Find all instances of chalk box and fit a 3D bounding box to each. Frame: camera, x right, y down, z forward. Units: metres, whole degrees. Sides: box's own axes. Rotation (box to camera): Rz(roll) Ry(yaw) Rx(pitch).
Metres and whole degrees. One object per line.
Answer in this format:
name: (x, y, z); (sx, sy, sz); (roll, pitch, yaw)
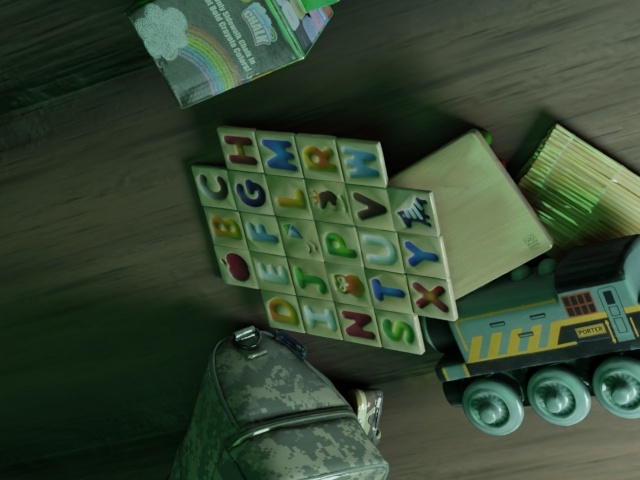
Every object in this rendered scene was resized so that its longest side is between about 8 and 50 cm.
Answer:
chalk box: (-0.078, -0.257, 1.641); (0.213, 0.132, 0.132); (-19, 112, 25)

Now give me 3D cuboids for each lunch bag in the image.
lunch bag: (-0.083, 0.295, 1.929); (0.256, 0.212, 0.305); (51, 135, 33)

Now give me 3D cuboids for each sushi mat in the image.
sushi mat: (0.360, 0.003, 1.730); (0.316, 0.019, 0.151); (32, 122, -5)

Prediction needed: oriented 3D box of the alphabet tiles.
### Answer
alphabet tiles: (0.000, 0.000, 1.785); (0.342, 0.011, 0.285); (8, 125, 34)

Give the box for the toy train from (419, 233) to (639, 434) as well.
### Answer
toy train: (0.272, 0.109, 1.746); (0.334, 0.142, 0.190); (-14, 107, 36)

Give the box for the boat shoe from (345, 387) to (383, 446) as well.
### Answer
boat shoe: (0.056, 0.256, 1.964); (0.049, 0.056, 0.152); (-7, 130, -17)

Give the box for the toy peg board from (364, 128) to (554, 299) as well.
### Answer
toy peg board: (0.166, -0.037, 1.724); (0.161, 0.079, 0.161); (-30, 101, 32)
